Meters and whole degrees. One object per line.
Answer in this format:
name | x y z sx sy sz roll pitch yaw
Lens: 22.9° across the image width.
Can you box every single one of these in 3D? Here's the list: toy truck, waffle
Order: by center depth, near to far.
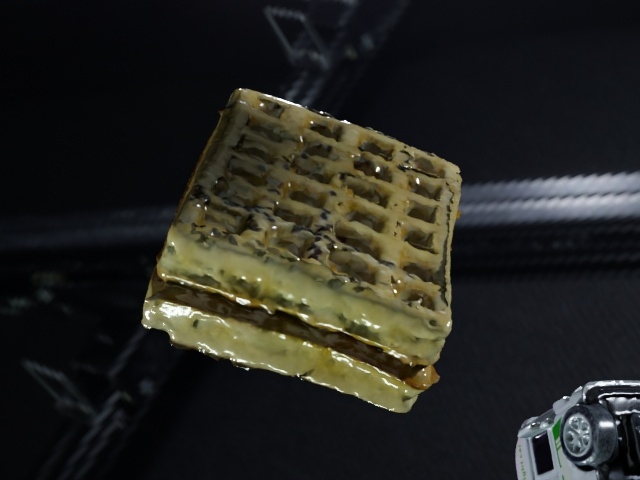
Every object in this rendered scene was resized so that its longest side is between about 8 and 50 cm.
toy truck | 0.179 0.200 0.953 0.116 0.110 0.216 -34 -121 52
waffle | 0.000 0.000 1.427 0.261 0.114 0.376 21 -156 -3
